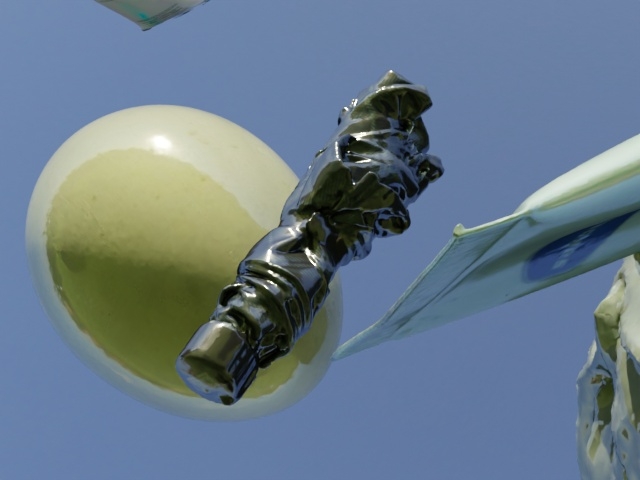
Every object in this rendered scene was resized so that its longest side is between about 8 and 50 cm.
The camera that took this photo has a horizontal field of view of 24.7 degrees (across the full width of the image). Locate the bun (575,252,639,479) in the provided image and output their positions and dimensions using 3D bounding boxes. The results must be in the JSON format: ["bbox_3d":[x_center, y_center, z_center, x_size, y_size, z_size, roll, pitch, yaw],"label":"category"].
[{"bbox_3d":[0.262,0.054,0.862,0.194,0.354,0.354,21,-77,12],"label":"bun"}]

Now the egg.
[{"bbox_3d":[-0.087,0.017,0.962,0.253,0.188,0.189,45,-69,38],"label":"egg"}]

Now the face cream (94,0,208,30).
[{"bbox_3d":[-0.081,-0.107,0.625,0.038,0.115,0.020,-23,-100,14],"label":"face cream"}]

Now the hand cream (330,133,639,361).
[{"bbox_3d":[0.152,-0.040,0.476,0.067,0.320,0.109,64,-24,12],"label":"hand cream"}]

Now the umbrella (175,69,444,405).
[{"bbox_3d":[0.001,-0.001,0.789,0.071,0.224,0.080,12,-43,34],"label":"umbrella"}]
